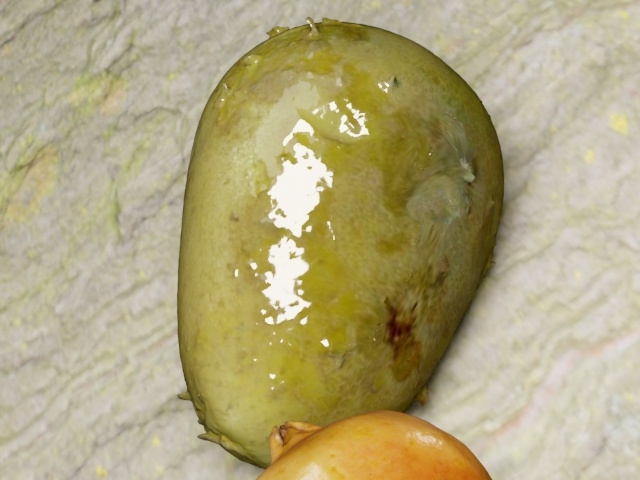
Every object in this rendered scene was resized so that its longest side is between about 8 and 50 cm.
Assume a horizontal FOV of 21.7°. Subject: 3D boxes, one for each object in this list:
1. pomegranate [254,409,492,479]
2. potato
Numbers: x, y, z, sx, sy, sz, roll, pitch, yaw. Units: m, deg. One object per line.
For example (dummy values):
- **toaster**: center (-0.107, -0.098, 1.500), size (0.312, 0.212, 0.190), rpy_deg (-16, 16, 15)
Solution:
- **pomegranate**: center (0.033, 0.222, 1.186), size (0.209, 0.209, 0.209), rpy_deg (-17, 49, 21)
- **potato**: center (0.014, 0.011, 1.345), size (0.219, 0.269, 0.359), rpy_deg (2, 80, 60)
